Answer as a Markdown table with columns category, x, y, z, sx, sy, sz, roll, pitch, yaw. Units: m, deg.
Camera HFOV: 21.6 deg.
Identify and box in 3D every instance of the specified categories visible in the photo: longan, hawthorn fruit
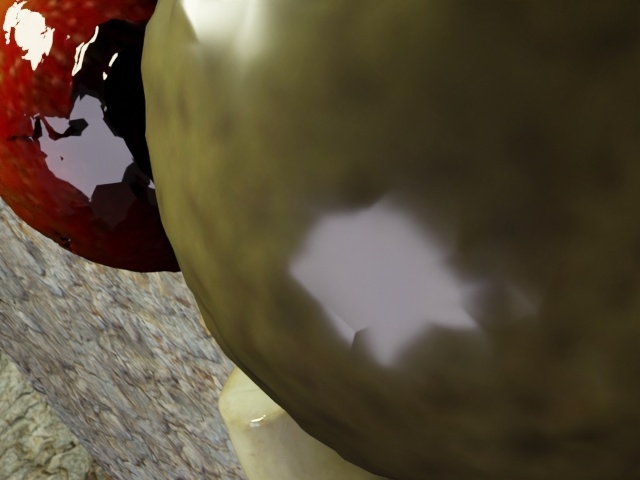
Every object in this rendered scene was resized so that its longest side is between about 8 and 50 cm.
| category | x | y | z | sx | sy | sz | roll | pitch | yaw |
| --- | --- | --- | --- | --- | --- | --- | --- | --- | --- |
| longan | 0.104 | -0.061 | 0.807 | 0.391 | 0.391 | 0.391 | 40 | 158 | 19 |
| hawthorn fruit | -0.132 | -0.117 | 1.262 | 0.316 | 0.316 | 0.316 | 40 | 158 | 19 |

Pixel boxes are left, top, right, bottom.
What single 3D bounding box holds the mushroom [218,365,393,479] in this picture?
| category | x | y | z | sx | sy | sz | roll | pitch | yaw |
| --- | --- | --- | --- | --- | --- | --- | --- | --- | --- |
| mushroom | 0.076 | 0.235 | 1.508 | 0.315 | 0.315 | 0.356 | 11 | 109 | 58 |
